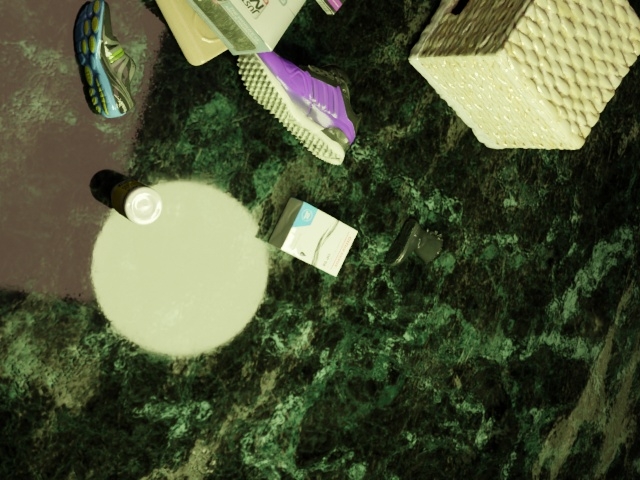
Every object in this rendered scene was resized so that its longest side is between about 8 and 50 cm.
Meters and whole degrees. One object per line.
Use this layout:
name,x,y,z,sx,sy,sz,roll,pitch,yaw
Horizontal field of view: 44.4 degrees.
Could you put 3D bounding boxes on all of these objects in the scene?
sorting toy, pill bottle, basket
sorting toy,-0.182,-0.435,1.358,0.208,0.038,0.193,-34,116,-15
pill bottle,-0.314,-0.067,1.318,0.065,0.116,0.065,-8,105,-29
basket,0.427,-0.391,1.592,0.331,0.266,0.328,39,80,-33

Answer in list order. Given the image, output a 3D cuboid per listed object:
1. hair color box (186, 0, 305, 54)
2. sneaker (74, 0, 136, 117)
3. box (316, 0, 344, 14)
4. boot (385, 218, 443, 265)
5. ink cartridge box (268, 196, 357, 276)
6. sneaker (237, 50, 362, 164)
hair color box,-0.075,-0.511,1.301,0.185,0.113,0.374,46,65,-37
sneaker,-0.347,-0.298,1.283,0.078,0.067,0.188,-26,114,-46
box,0.033,-0.522,1.465,0.162,0.029,0.116,-51,122,-9
boot,0.205,0.021,1.691,0.099,0.045,0.121,35,83,-35
ink cartridge box,0.000,0.000,1.553,0.180,0.060,0.104,27,87,-32
sneaker,-0.026,-0.284,1.454,0.293,0.102,0.146,44,74,-35
